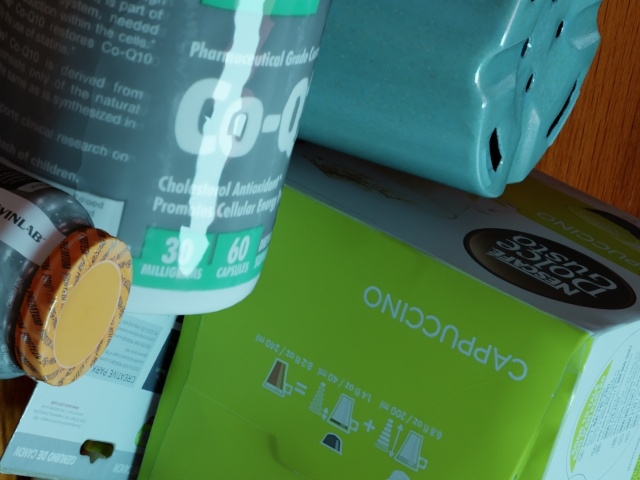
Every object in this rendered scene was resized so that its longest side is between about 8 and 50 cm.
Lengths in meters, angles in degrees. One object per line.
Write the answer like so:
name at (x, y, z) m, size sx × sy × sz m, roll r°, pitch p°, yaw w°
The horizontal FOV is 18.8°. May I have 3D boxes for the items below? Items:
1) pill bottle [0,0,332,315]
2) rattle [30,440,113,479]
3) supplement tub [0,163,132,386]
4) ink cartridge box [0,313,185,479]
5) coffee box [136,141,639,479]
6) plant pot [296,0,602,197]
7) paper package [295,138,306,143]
pill bottle at (-0.096, -0.153, 1.203) m, size 0.204 × 0.204 × 0.361 m, roll -24°, pitch 133°, yaw -62°
rattle at (-0.195, 0.240, 1.693) m, size 0.130 × 0.143 × 0.199 m, roll 113°, pitch 1°, yaw -70°
supplement tub at (-0.211, 0.006, 1.112) m, size 0.117 × 0.190 × 0.117 m, roll -51°, pitch 154°, yaw -37°
ink cartridge box at (-0.180, 0.044, 1.510) m, size 0.271 × 0.130 × 0.309 m, roll -66°, pitch 160°, yaw -3°
coffee box at (0.101, 0.130, 1.573) m, size 0.334 × 0.338 × 0.338 m, roll -11°, pitch 123°, yaw -56°
plant pot at (0.032, -0.206, 1.477) m, size 0.341 × 0.334 × 0.341 m, roll -52°, pitch 156°, yaw -34°
paper package at (0.000, 0.000, 1.872) m, size 0.309 × 0.168 × 0.324 m, roll -10°, pitch 121°, yaw -66°
